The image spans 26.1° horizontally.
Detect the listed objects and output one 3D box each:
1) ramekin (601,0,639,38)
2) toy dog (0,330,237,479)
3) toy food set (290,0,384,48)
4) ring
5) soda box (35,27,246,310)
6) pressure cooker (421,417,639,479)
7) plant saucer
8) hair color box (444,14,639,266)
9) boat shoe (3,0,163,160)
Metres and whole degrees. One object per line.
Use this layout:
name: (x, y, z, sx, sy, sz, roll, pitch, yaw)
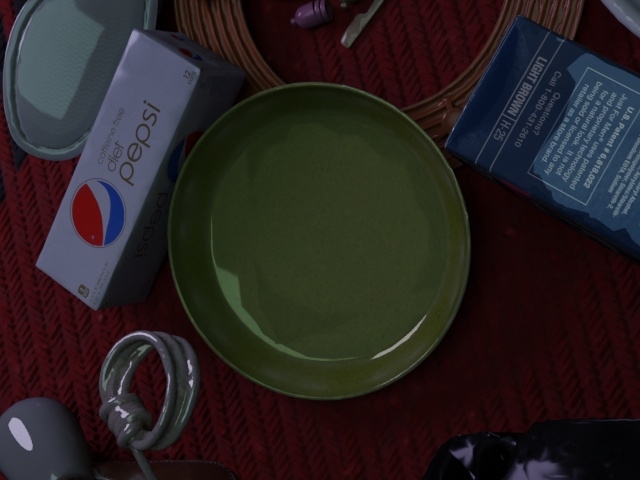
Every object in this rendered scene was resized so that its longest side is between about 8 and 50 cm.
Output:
ramekin: (0.313, -0.230, 0.926, 0.277, 0.135, 0.277, -2, 83, 21)
toy dog: (-0.114, 0.251, 1.051, 0.220, 0.161, 0.333, -31, 59, 18)
toy food set: (-0.008, -0.211, 1.109, 0.122, 0.019, 0.078, 40, 98, 20)
ring: (0.035, -0.207, 1.062, 0.337, 0.032, 0.336, 1, 92, 18)
soda box: (-0.143, -0.055, 1.094, 0.074, 0.069, 0.216, 33, 109, 22)
pressure cooker: (0.218, 0.325, 0.754, 0.375, 0.370, 0.420, -16, 63, 51)
plant saucer: (0.000, 0.000, 1.052, 0.241, 0.037, 0.241, 2, 97, 18)
hair color box: (0.267, -0.009, 0.896, 0.347, 0.174, 0.105, 31, 96, 22)
boat shoe: (-0.178, -0.210, 1.142, 0.114, 0.091, 0.302, 22, 90, -5)
